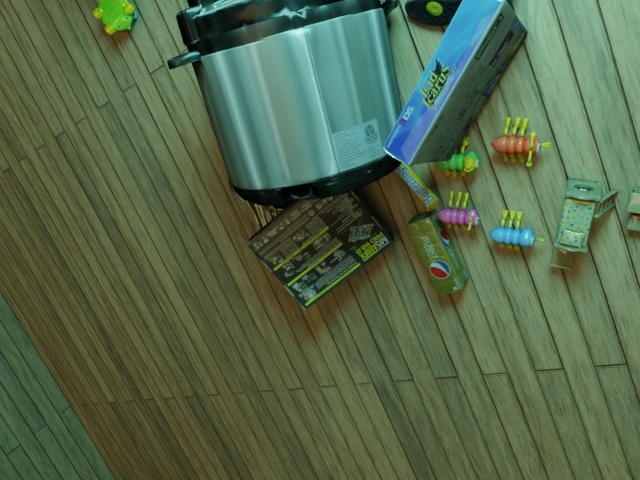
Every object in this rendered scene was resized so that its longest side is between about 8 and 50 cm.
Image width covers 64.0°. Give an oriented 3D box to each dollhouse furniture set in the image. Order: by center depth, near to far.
[{"bbox_3d":[0.523,-0.005,0.948,0.160,0.101,0.182,12,119,25],"label":"dollhouse furniture set"}]

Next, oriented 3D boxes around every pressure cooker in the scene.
[{"bbox_3d":[-0.039,-0.315,0.951,0.375,0.370,0.421,-4,115,27],"label":"pressure cooker"}]

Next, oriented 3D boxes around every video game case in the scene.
[{"bbox_3d":[0.233,-0.260,0.867,0.061,0.244,0.270,37,115,19],"label":"video game case"}]

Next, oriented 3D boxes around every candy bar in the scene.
[{"bbox_3d":[0.199,-0.127,1.095,0.161,0.018,0.040,56,130,27],"label":"candy bar"}]

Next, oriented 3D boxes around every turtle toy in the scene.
[{"bbox_3d":[-0.512,-0.577,1.278,0.095,0.066,0.130,-38,89,14],"label":"turtle toy"}]

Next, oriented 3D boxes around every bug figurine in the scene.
[{"bbox_3d":[0.338,-0.099,1.026,0.216,0.072,0.279,5,116,28],"label":"bug figurine"}]

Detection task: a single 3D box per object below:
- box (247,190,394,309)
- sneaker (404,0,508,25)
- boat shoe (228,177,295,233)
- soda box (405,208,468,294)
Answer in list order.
[{"bbox_3d":[0.000,0.000,1.191,0.270,0.060,0.216,-39,103,12],"label":"box"},{"bbox_3d":[0.252,-0.446,0.918,0.209,0.082,0.069,6,157,43],"label":"sneaker"},{"bbox_3d":[-0.090,-0.049,1.260,0.130,0.132,0.355,-28,99,37],"label":"boat shoe"},{"bbox_3d":[0.260,0.026,1.142,0.061,0.058,0.181,-20,102,36],"label":"soda box"}]
